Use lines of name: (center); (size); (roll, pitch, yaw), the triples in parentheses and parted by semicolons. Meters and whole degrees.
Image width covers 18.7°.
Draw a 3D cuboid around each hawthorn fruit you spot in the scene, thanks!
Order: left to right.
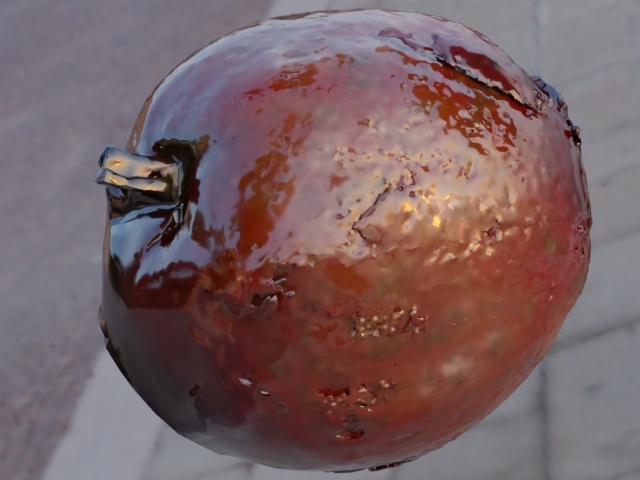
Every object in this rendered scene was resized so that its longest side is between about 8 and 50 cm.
hawthorn fruit: (0.012, 0.006, 1.190); (0.316, 0.316, 0.316); (-21, 18, 7)
